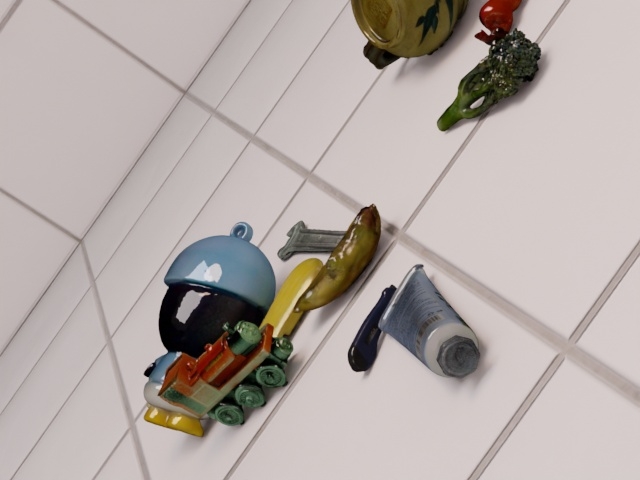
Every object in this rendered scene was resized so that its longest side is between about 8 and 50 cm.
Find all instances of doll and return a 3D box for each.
[{"bbox_3d":[-0.158,0.118,1.805,0.177,0.141,0.314,10,74,36],"label":"doll"}]

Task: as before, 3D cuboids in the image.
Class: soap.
[{"bbox_3d":[-0.048,0.095,1.728,0.168,0.033,0.089,-58,16,-9],"label":"soap"}]

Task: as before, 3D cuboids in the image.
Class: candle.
[{"bbox_3d":[0.273,-0.390,1.743,0.048,0.051,0.329,-47,16,55],"label":"candle"}]

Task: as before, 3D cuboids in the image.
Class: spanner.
[{"bbox_3d":[0.000,0.000,1.805,0.071,0.017,0.302,-59,17,-12],"label":"spanner"}]

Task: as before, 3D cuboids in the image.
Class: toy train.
[{"bbox_3d":[-0.116,0.166,1.639,0.176,0.118,0.074,-45,23,34],"label":"toy train"}]

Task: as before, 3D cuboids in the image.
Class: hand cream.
[{"bbox_3d":[0.109,0.084,1.318,0.088,0.055,0.256,-62,15,5],"label":"hand cream"}]

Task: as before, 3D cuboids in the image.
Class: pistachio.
[{"bbox_3d":[0.030,0.033,1.618,0.173,0.049,0.089,-56,-1,10],"label":"pistachio"}]

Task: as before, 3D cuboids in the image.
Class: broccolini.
[{"bbox_3d":[0.191,-0.188,1.573,0.203,0.068,0.091,-35,45,48],"label":"broccolini"}]

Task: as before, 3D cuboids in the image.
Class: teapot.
[{"bbox_3d":[0.147,-0.356,1.879,0.183,0.173,0.269,-25,-24,-26],"label":"teapot"}]

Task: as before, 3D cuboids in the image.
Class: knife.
[{"bbox_3d":[0.063,0.098,1.452,0.018,0.031,0.121,-25,29,57],"label":"knife"}]
